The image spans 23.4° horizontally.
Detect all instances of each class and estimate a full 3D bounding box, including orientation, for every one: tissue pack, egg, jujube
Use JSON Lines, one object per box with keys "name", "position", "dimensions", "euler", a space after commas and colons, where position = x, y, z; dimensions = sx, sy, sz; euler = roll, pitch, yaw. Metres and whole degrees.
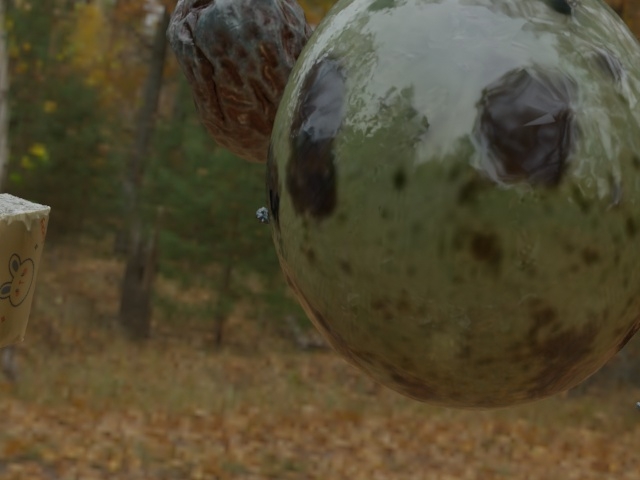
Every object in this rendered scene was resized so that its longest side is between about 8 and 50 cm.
{"name": "tissue pack", "position": [-0.437, 0.045, 2.027], "dimensions": [0.092, 0.196, 0.148], "euler": [18, 12, 18]}
{"name": "egg", "position": [0.127, -0.065, 1.292], "dimensions": [0.345, 0.427, 0.345], "euler": [0, -33, 0]}
{"name": "jujube", "position": [-0.108, -0.278, 2.377], "dimensions": [0.215, 0.246, 0.308], "euler": [-22, -38, 2]}

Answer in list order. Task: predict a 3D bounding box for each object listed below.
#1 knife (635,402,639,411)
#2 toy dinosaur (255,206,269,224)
{"name": "knife", "position": [0.479, 0.207, 1.839], "dimensions": [0.210, 0.028, 0.015], "euler": [1, -37, -5]}
{"name": "toy dinosaur", "position": [0.000, 0.000, 1.695], "dimensions": [0.154, 0.049, 0.055], "euler": [21, -30, 4]}
